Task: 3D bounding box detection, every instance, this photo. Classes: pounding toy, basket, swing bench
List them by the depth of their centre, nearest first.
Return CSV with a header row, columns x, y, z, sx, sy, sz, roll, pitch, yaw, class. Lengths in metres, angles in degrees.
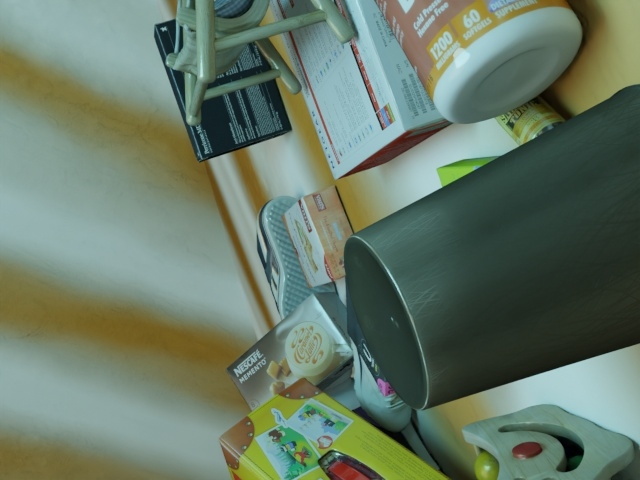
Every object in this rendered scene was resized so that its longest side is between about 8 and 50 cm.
x,y,z,sx,sy,sz,roll,pitch,yaw,class
0.144,0.020,0.552,0.154,0.226,0.204,-128,21,-52,basket
0.229,0.273,0.737,0.269,0.154,0.155,-171,62,-75,pounding toy
-0.107,-0.290,0.866,0.253,0.165,0.255,170,81,-77,swing bench

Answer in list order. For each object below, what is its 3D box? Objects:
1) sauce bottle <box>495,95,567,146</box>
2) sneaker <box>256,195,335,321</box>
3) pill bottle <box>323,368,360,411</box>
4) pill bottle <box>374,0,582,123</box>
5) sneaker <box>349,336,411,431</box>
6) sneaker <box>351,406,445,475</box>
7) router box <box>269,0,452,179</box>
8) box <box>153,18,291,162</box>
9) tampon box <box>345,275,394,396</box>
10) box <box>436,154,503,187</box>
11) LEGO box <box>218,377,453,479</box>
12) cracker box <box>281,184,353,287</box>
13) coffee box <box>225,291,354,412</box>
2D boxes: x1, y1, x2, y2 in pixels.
x,y,z,sx,sy,sz,roll,pitch,yaw,class
0.168,-0.111,0.660,0.128,0.042,0.042,-120,17,-46,sauce bottle
-0.052,0.067,1.609,0.127,0.126,0.321,176,82,-73,sneaker
0.043,0.390,1.598,0.169,0.169,0.302,178,72,-76,pill bottle
0.101,-0.210,0.614,0.121,0.121,0.216,101,145,-65,pill bottle
0.111,0.228,1.297,0.094,0.090,0.235,21,131,60,sneaker
0.135,0.409,1.361,0.107,0.124,0.283,84,160,-46,sneaker
0.029,-0.261,0.904,0.301,0.082,0.336,161,89,-77,router box
-0.190,-0.302,1.483,0.103,0.184,0.261,-176,67,-75,box
0.120,0.079,0.867,0.120,0.161,0.101,85,160,-48,tampon box
0.178,-0.027,0.743,0.178,0.042,0.109,-166,56,-74,box
0.095,0.501,1.204,0.500,0.193,0.373,26,138,44,LEGO box
0.000,0.000,1.424,0.232,0.067,0.156,149,100,-76,cracker box
-0.041,0.227,1.481,0.141,0.246,0.098,56,-159,17,coffee box
